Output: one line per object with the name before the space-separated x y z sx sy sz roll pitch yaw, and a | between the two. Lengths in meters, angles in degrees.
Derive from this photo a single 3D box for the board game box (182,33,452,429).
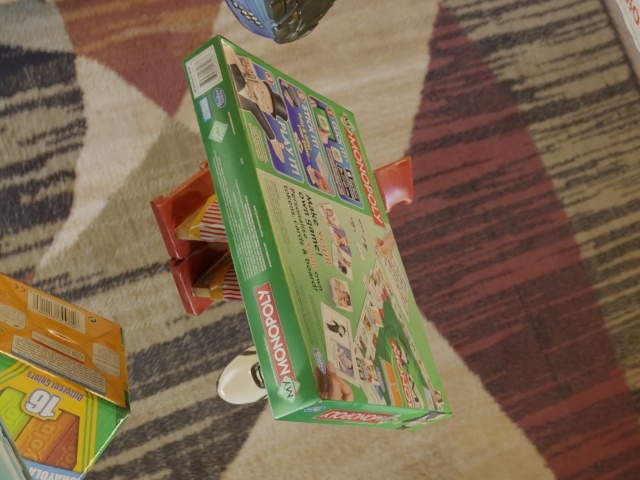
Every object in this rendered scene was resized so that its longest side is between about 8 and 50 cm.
board game box | 0.000 0.000 0.793 0.213 0.046 0.317 21 47 -55

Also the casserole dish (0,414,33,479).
casserole dish | -0.153 0.087 0.400 0.037 0.188 0.114 -27 94 -21

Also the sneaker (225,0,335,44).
sneaker | -0.050 -0.179 0.349 0.083 0.087 0.221 -38 116 -36

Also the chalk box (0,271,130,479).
chalk box | -0.364 0.213 1.034 0.180 0.179 0.289 29 105 -25

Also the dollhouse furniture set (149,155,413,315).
dollhouse furniture set | -0.008 -0.057 1.122 0.374 0.201 0.152 -49 134 -51

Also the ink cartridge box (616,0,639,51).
ink cartridge box | 0.148 -0.159 0.379 0.056 0.135 0.099 -12 52 7

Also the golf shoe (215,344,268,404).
golf shoe | -0.059 0.171 1.274 0.198 0.094 0.077 -26 88 6
